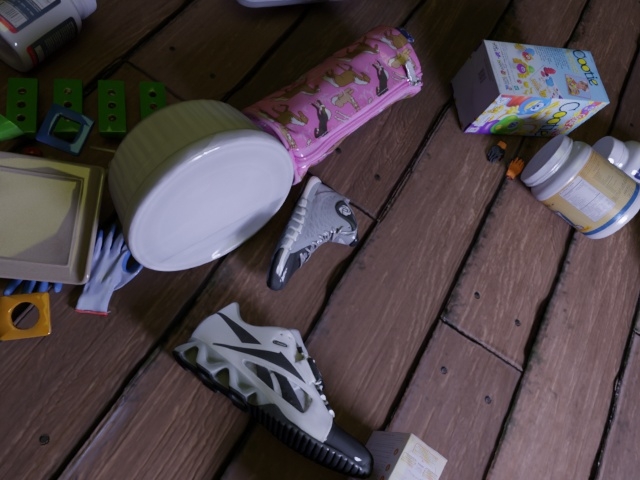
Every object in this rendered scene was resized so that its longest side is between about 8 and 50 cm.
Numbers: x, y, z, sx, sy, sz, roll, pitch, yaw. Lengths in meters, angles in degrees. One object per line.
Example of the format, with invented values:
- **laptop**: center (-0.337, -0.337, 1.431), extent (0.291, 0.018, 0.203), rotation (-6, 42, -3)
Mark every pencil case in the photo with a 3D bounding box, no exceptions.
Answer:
- **pencil case**: center (0.025, -0.257, 0.884), extent (0.386, 0.167, 0.160), rotation (-40, 101, -24)

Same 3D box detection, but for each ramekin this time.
- **ramekin**: center (-0.184, -0.086, 0.710), extent (0.273, 0.272, 0.127), rotation (-29, 67, -24)

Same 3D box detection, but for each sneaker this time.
- **sneaker**: center (-0.044, 0.206, 0.694), extent (0.331, 0.122, 0.146), rotation (35, 57, 10)
- **sneaker**: center (0.000, 0.000, 0.821), extent (0.132, 0.086, 0.228), rotation (25, 64, -8)

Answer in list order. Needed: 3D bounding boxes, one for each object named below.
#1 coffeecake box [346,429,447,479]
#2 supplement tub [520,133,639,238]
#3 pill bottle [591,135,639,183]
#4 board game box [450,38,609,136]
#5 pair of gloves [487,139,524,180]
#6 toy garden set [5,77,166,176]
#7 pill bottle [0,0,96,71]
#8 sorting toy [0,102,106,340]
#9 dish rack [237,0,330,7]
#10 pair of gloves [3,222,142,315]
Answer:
- **coffeecake box**: center (0.080, 0.371, 0.666), extent (0.068, 0.142, 0.185), rotation (38, 65, -1)
- **supplement tub**: center (0.541, -0.114, 0.985), extent (0.200, 0.144, 0.144), rotation (38, 64, 1)
- **pill bottle**: center (0.712, -0.162, 1.070), extent (0.187, 0.112, 0.112), rotation (23, 65, -7)
- **board game box**: center (0.456, -0.328, 1.044), extent (0.276, 0.142, 0.144), rotation (-1, 70, -16)
- **pair of gloves**: center (0.413, -0.180, 1.048), extent (0.083, 0.010, 0.074), rotation (41, 65, 3)
- **toy garden set**: center (-0.385, -0.175, 0.798), extent (0.245, 0.049, 0.203), rotation (-4, 69, -18)
- **pill bottle**: center (-0.485, -0.387, 0.816), extent (0.108, 0.108, 0.180), rotation (36, 64, -1)
- **sorting toy**: center (-0.428, -0.031, 0.693), extent (0.196, 0.047, 0.347), rotation (7, 82, -12)
- **dish rack**: center (-0.076, -0.633, 1.049), extent (0.333, 0.072, 0.285), rotation (-16, 75, -21)
- **pair of gloves**: center (-0.379, 0.031, 0.733), extent (0.198, 0.023, 0.159), rotation (14, 67, -10)
